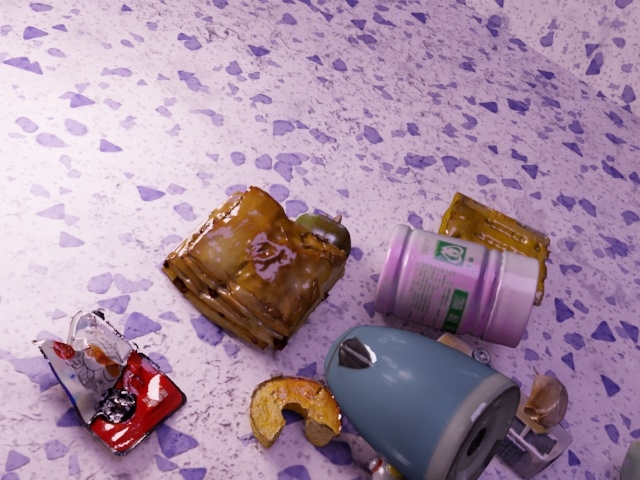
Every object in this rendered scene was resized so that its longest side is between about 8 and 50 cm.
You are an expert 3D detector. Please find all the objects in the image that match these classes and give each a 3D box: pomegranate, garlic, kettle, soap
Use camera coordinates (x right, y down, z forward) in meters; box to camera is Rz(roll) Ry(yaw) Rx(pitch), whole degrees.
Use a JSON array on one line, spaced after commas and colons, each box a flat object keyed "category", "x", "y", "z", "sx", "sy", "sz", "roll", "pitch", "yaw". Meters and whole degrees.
[{"category": "pomegranate", "x": 0.000, "y": 0.000, "z": 1.786, "sx": 0.152, "sy": 0.131, "sz": 0.191, "roll": 23, "pitch": 20, "yaw": 4}, {"category": "garlic", "x": 0.468, "y": 0.318, "z": 1.580, "sx": 0.084, "sy": 0.066, "sz": 0.152, "roll": 29, "pitch": 45, "yaw": 6}, {"category": "kettle", "x": 0.167, "y": 0.298, "z": 1.448, "sx": 0.342, "sy": 0.319, "sz": 0.247, "roll": 29, "pitch": 76, "yaw": 32}, {"category": "soap", "x": 0.420, "y": 0.035, "z": 1.924, "sx": 0.281, "sy": 0.143, "sz": 0.259, "roll": 25, "pitch": 47, "yaw": 1}]

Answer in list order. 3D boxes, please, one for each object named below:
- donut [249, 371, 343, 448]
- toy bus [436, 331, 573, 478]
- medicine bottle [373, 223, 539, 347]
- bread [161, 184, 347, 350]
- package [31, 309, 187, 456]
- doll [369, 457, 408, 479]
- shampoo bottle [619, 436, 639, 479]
[{"category": "donut", "x": -0.054, "y": 0.326, "z": 1.469, "sx": 0.181, "sy": 0.078, "sz": 0.146, "roll": -2, "pitch": 48, "yaw": -19}, {"category": "toy bus", "x": 0.359, "y": 0.342, "z": 1.626, "sx": 0.342, "sy": 0.097, "sz": 0.138, "roll": 42, "pitch": 44, "yaw": 17}, {"category": "medicine bottle", "x": 0.296, "y": 0.100, "z": 1.708, "sx": 0.325, "sy": 0.212, "sz": 0.212, "roll": 15, "pitch": 42, "yaw": 7}, {"category": "bread", "x": -0.138, "y": 0.042, "z": 1.591, "sx": 0.324, "sy": 0.167, "sz": 0.277, "roll": 34, "pitch": 66, "yaw": 14}, {"category": "package", "x": -0.389, "y": 0.247, "z": 1.400, "sx": 0.269, "sy": 0.071, "sz": 0.194, "roll": 46, "pitch": 47, "yaw": 3}, {"category": "doll", "x": 0.132, "y": 0.476, "z": 1.408, "sx": 0.142, "sy": 0.076, "sz": 0.245, "roll": 32, "pitch": 47, "yaw": -3}, {"category": "shampoo bottle", "x": 0.810, "y": 0.527, "z": 1.597, "sx": 0.349, "sy": 0.222, "sz": 0.151, "roll": 23, "pitch": 82, "yaw": -15}]
